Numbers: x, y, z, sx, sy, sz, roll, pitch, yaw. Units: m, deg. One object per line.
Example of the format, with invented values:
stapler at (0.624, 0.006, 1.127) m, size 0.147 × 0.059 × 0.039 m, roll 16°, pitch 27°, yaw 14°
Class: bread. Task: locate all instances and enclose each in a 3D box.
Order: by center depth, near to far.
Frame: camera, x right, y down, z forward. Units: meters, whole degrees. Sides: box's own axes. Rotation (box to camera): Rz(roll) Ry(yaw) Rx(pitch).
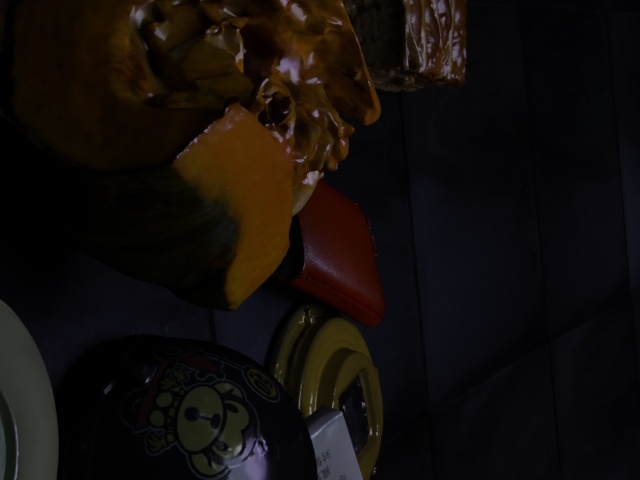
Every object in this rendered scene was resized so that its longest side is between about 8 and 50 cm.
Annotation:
bread at (0.085, -0.308, 1.721) m, size 0.185 × 0.114 × 0.274 m, roll 3°, pitch 82°, yaw -65°

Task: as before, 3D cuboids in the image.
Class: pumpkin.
pumpkin at (-0.100, -0.120, 1.142) m, size 0.303 × 0.256 × 0.225 m, roll -54°, pitch 144°, yaw -20°

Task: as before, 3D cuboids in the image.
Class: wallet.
wallet at (0.000, 0.000, 1.559) m, size 0.204 × 0.045 × 0.142 m, roll 31°, pitch 43°, yaw -61°

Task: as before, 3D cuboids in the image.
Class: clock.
clock at (-0.253, 0.145, 1.041) m, size 0.235 × 0.029 × 0.235 m, roll 9°, pitch 80°, yaw -63°
clock at (0.017, 0.175, 1.573) m, size 0.237 × 0.057 × 0.237 m, roll -3°, pitch 90°, yaw -66°

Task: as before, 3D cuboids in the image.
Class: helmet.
helmet at (-0.082, 0.202, 1.240) m, size 0.230 × 0.160 × 0.279 m, roll -68°, pitch 143°, yaw -46°

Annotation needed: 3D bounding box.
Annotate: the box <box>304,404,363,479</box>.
box at (-0.002, 0.293, 1.482) m, size 0.139 × 0.035 × 0.245 m, roll -36°, pitch 121°, yaw -34°
